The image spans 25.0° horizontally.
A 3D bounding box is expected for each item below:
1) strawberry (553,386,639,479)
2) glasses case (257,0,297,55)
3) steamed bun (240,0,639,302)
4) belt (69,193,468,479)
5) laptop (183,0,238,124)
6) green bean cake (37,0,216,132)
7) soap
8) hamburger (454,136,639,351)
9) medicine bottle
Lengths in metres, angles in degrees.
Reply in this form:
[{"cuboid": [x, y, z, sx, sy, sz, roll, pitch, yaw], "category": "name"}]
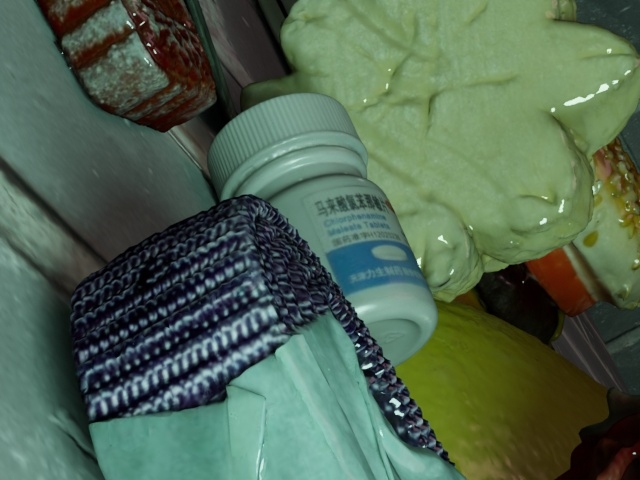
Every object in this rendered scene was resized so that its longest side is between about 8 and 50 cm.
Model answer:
[{"cuboid": [0.240, 0.258, 0.791, 0.317, 0.295, 0.345, 137, -34, -74], "category": "strawberry"}, {"cuboid": [-0.023, -0.223, 1.498, 0.204, 0.051, 0.081, 66, 12, 26], "category": "glasses case"}, {"cuboid": [0.096, -0.092, 1.064, 0.137, 0.292, 0.296, 45, 30, -63], "category": "steamed bun"}, {"cuboid": [0.016, 0.133, 0.624, 0.325, 0.122, 0.260, 60, 6, -11], "category": "belt"}, {"cuboid": [-0.105, -0.202, 1.010, 0.269, 0.015, 0.188, 74, -4, -58], "category": "laptop"}, {"cuboid": [-0.119, -0.137, 0.864, 0.136, 0.056, 0.135, 62, 13, 7], "category": "green bean cake"}, {"cuboid": [0.181, 0.195, 1.082, 0.427, 0.115, 0.306, 30, 39, -43], "category": "soap"}, {"cuboid": [0.141, -0.048, 1.279, 0.330, 0.250, 0.330, 57, 11, -18], "category": "hamburger"}, {"cuboid": [0.000, 0.000, 0.919, 0.105, 0.105, 0.168, 41, 23, -59], "category": "medicine bottle"}]
